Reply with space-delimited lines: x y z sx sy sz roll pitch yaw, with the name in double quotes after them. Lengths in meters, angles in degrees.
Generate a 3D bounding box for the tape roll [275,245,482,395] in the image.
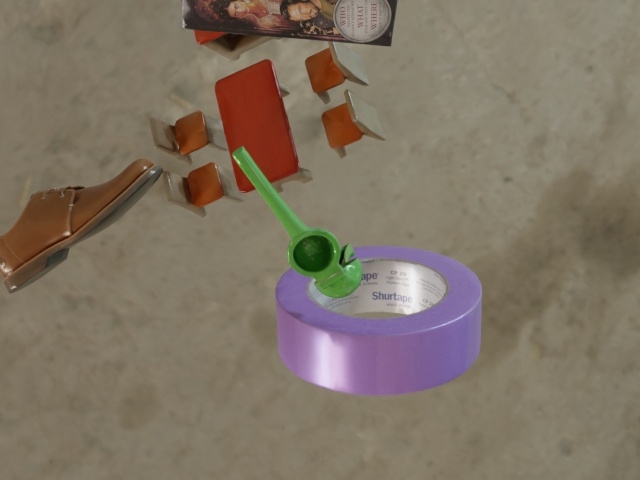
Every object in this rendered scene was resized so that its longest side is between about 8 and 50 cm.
0.078 0.100 1.365 0.274 0.275 0.090 -10 114 -19 "tape roll"

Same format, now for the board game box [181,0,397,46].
-0.015 -0.264 0.726 0.165 0.042 0.243 4 126 -2 "board game box"

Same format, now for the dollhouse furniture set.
-0.089 -0.185 1.222 0.262 0.135 0.259 -22 71 19 "dollhouse furniture set"

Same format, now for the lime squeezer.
0.000 0.000 1.101 0.058 0.310 0.110 -16 66 18 "lime squeezer"

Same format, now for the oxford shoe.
-0.262 -0.031 1.066 0.212 0.076 0.076 -33 89 6 "oxford shoe"
